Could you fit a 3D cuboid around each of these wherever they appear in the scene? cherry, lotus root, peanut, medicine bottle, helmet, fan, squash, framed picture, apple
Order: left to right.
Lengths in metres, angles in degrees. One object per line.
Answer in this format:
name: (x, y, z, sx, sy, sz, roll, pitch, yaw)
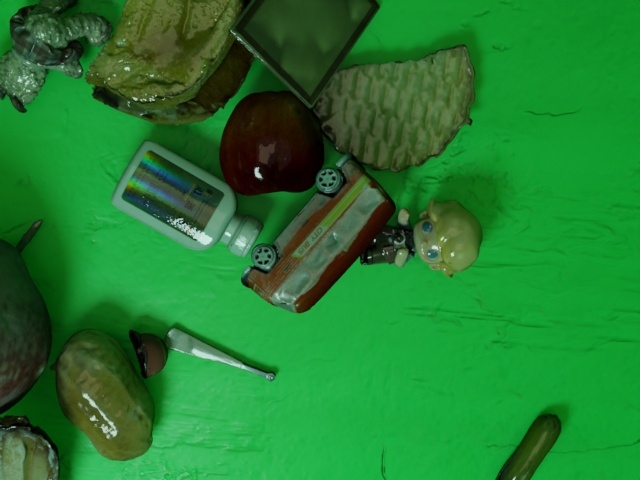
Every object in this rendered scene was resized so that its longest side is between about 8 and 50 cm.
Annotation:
cherry: (-0.565, 0.117, 1.129, 0.291, 0.335, 0.326, -40, 72, 16)
lotus root: (-0.478, 0.354, 1.205, 0.167, 0.078, 0.329, 7, 131, -19)
peanut: (-0.341, 0.249, 1.240, 0.129, 0.129, 0.224, -30, 96, 0)
helmet: (-0.273, 0.177, 1.271, 0.049, 0.065, 0.084, -15, 77, -24)
medicine bottle: (-0.203, -0.054, 1.242, 0.229, 0.083, 0.121, 30, 90, -6)
fan: (-0.165, 0.193, 1.299, 0.193, 0.016, 0.038, 23, 96, -4)
apple: (-0.076, -0.149, 1.213, 0.156, 0.147, 0.158, -1, 94, 18)
framed picture: (-0.018, -0.339, 1.194, 0.173, 0.010, 0.231, 42, 66, -22)
squash: (0.345, 0.369, 1.326, 0.052, 0.052, 0.183, 34, 96, -5)

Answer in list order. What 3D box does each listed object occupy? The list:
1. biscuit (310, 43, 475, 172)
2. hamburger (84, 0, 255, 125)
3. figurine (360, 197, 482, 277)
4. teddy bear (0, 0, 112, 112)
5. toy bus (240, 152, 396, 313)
biscuit: (0.121, -0.204, 1.270, 0.273, 0.036, 0.187, -9, 95, -3)
hamburger: (-0.200, -0.309, 1.195, 0.211, 0.132, 0.309, 31, 93, -6)
figurine: (0.160, -0.003, 1.260, 0.196, 0.108, 0.114, -2, 65, 4)
teddy bear: (-0.424, -0.292, 1.196, 0.133, 0.111, 0.213, 41, 90, -2)
toy bus: (0.000, 0.000, 1.223, 0.120, 0.121, 0.265, 42, 93, 17)
